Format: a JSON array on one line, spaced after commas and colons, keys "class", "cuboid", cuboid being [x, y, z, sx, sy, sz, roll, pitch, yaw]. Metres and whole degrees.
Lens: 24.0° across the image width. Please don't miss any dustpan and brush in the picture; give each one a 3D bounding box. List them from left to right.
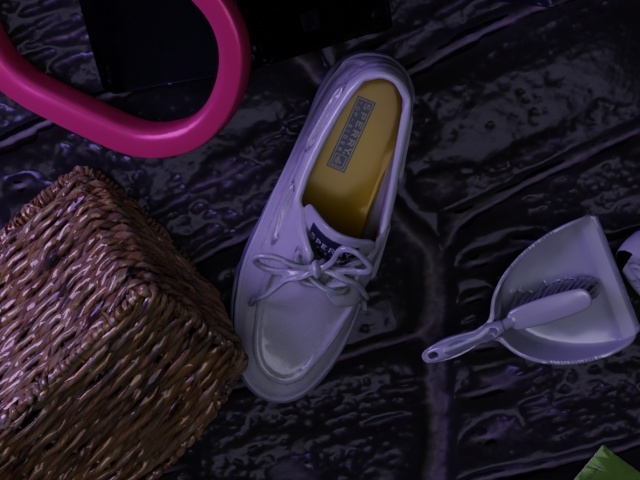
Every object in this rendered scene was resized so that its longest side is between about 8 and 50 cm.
[{"class": "dustpan and brush", "cuboid": [0.203, 0.077, 1.525, 0.211, 0.060, 0.147, -20, 105, 15]}]

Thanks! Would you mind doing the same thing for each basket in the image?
[{"class": "basket", "cuboid": [-0.242, 0.117, 1.494, 0.299, 0.223, 0.213, -43, 135, 7]}]

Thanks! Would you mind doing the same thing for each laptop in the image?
[{"class": "laptop", "cuboid": [-0.094, -0.284, 1.447, 0.264, 0.136, 0.234, -20, 106, -25]}]

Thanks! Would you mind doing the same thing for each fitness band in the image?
[{"class": "fitness band", "cuboid": [-0.200, -0.198, 1.404, 0.290, 0.054, 0.209, 26, 118, 5]}]

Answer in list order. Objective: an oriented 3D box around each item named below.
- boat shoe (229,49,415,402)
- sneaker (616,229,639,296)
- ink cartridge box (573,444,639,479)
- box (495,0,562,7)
[{"class": "boat shoe", "cuboid": [0.009, 0.001, 1.447, 0.135, 0.156, 0.367, 21, 101, -8]}, {"class": "sneaker", "cuboid": [0.488, 0.017, 1.517, 0.322, 0.130, 0.236, 32, 75, 9]}, {"class": "ink cartridge box", "cuboid": [0.346, 0.370, 1.588, 0.255, 0.097, 0.189, 36, 99, -12]}, {"class": "box", "cuboid": [0.188, -0.341, 1.221, 0.294, 0.296, 0.183, -31, 114, -18]}]
